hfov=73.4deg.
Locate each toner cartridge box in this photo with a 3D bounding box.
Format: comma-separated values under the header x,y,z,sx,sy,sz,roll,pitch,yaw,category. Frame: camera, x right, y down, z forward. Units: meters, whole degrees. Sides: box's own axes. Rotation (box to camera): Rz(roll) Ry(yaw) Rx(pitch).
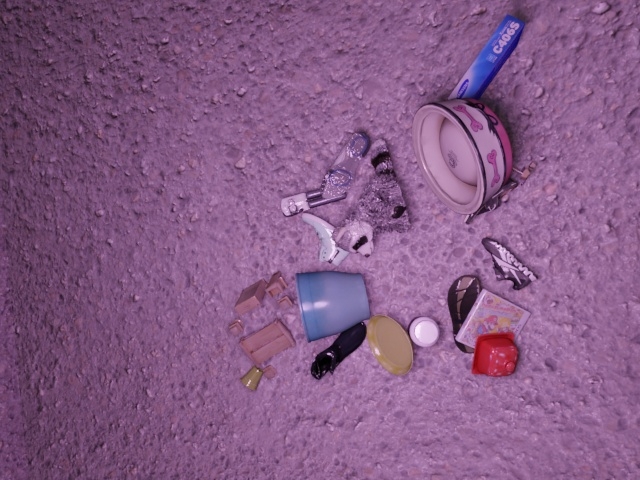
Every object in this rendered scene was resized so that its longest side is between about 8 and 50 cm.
x,y,z,sx,sy,sz,roll,pitch,yaw,category
0.598,-0.621,1.575,0.075,0.165,0.348,37,97,15,toner cartridge box

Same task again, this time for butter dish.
x,y,z,sx,sy,sz,roll,pitch,yaw,category
0.627,0.414,1.496,0.160,0.118,0.160,0,104,-15,butter dish

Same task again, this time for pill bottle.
x,y,z,sx,sy,sz,roll,pitch,yaw,category
0.379,0.334,1.580,0.107,0.193,0.108,-1,80,7,pill bottle

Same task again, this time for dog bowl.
x,y,z,sx,sy,sz,roll,pitch,yaw,category
0.489,-0.304,1.491,0.150,0.408,0.408,-27,80,-9,dog bowl

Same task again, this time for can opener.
x,y,z,sx,sy,sz,roll,pitch,yaw,category
-0.031,-0.170,1.786,0.279,0.093,0.074,-16,85,6,can opener

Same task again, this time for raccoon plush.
x,y,z,sx,sy,sz,roll,pitch,yaw,category
0.165,-0.149,1.676,0.298,0.216,0.447,-16,55,9,raccoon plush

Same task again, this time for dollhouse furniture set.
x,y,z,sx,sy,sz,roll,pitch,yaw,category
0.723,-0.266,1.554,0.081,0.114,0.091,36,100,18,dollhouse furniture set
-0.190,0.351,1.823,0.303,0.174,0.356,-31,104,13,dollhouse furniture set

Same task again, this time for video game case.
x,y,z,sx,sy,sz,roll,pitch,yaw,category
0.622,0.307,1.545,0.226,0.026,0.207,25,96,-18,video game case

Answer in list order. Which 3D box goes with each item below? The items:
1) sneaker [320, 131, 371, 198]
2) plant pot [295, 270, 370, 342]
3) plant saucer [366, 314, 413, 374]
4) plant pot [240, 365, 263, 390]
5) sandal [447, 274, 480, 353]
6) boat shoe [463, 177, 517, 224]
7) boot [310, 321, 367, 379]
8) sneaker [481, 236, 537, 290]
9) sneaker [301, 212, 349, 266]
x,y,z,sx,sy,sz,roll,pitch,yaw,category
0.096,-0.291,1.723,0.111,0.129,0.297,35,89,-11,sneaker
0.052,0.234,1.660,0.254,0.271,0.272,-11,85,1,plant pot
0.271,0.391,1.638,0.240,0.037,0.241,27,125,46,plant saucer
-0.284,0.581,1.833,0.083,0.083,0.079,35,85,14,plant pot
0.545,0.269,1.603,0.120,0.086,0.303,7,108,40,sandal
0.625,-0.143,1.592,0.079,0.084,0.233,44,97,13,boat shoe
0.075,0.422,1.664,0.094,0.207,0.247,42,98,13,boot
0.668,0.091,1.574,0.234,0.078,0.106,44,97,11,sneaker
0.000,0.000,1.754,0.255,0.094,0.151,33,91,12,sneaker
